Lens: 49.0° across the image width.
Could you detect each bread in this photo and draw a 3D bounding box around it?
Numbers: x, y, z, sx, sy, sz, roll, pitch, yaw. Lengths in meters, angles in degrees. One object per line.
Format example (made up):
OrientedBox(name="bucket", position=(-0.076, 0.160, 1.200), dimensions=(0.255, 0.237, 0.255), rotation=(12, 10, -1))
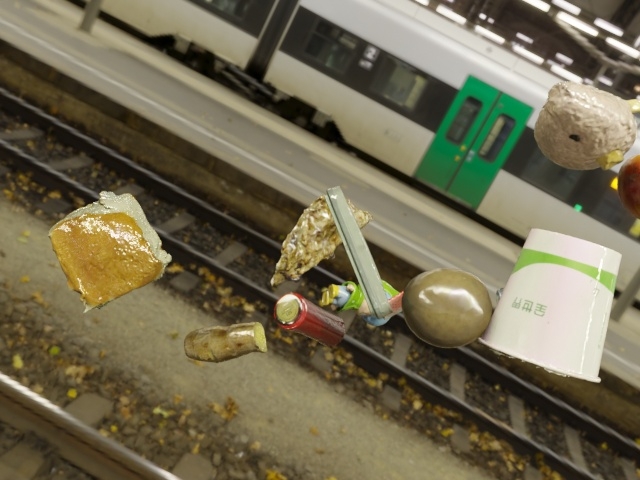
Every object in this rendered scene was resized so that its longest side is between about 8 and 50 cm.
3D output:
OrientedBox(name="bread", position=(-0.548, 0.017, 1.826), dimensions=(0.279, 0.250, 0.225), rotation=(61, -5, 2))

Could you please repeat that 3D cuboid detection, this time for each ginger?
OrientedBox(name="ginger", position=(-0.282, 0.299, 2.037), dimensions=(0.262, 0.110, 0.116), rotation=(-9, -12, 19))

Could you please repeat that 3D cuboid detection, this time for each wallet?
OrientedBox(name="wallet", position=(0.257, 0.153, 1.955), dimensions=(0.020, 0.196, 0.103), rotation=(58, -7, 29))

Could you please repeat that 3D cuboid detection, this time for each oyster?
OrientedBox(name="oyster", position=(0.009, -0.023, 1.944), dimensions=(0.111, 0.204, 0.396), rotation=(38, 61, 25))

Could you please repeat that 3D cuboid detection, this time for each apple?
OrientedBox(name="apple", position=(0.832, -0.133, 1.743), dimensions=(0.160, 0.174, 0.195), rotation=(-9, -2, -25))

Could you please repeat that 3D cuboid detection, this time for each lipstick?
OrientedBox(name="lipstick", position=(-0.019, 0.178, 1.550), dimensions=(0.080, 0.080, 0.241), rotation=(36, -1, 30))

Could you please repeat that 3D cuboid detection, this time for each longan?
OrientedBox(name="longan", position=(0.255, 0.138, 1.438), dimensions=(0.189, 0.189, 0.189), rotation=(26, 14, -7))

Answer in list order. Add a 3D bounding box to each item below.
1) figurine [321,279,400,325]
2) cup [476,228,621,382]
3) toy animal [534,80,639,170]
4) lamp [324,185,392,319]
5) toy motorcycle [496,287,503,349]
OrientedBox(name="figurine", position=(0.137, 0.193, 2.303), dimensions=(0.263, 0.162, 0.143), rotation=(12, 40, -25))
OrientedBox(name="cup", position=(0.481, 0.128, 1.444), dimensions=(0.253, 0.274, 0.253), rotation=(17, 0, 0))
OrientedBox(name="toy animal", position=(0.628, -0.260, 1.672), dimensions=(0.226, 0.189, 0.358), rotation=(22, 2, 12))
OrientedBox(name="lamp", position=(0.075, 0.021, 1.439), dimensions=(0.269, 0.047, 0.267), rotation=(-11, 80, -88))
OrientedBox(name="toy motorcycle", position=(0.523, 0.215, 1.857), dimensions=(0.108, 0.174, 0.307), rotation=(-2, -15, 0))
